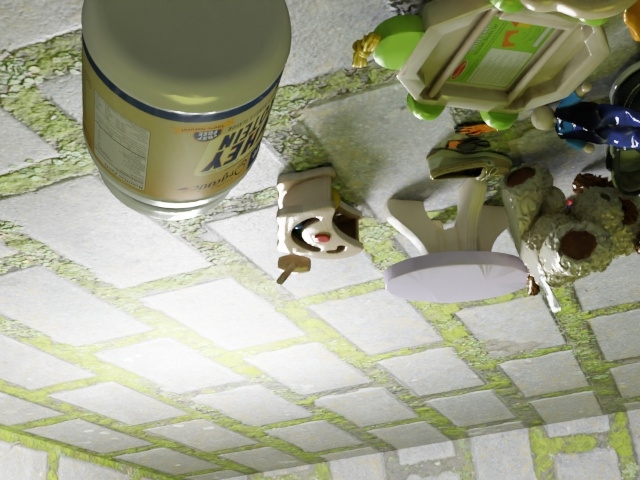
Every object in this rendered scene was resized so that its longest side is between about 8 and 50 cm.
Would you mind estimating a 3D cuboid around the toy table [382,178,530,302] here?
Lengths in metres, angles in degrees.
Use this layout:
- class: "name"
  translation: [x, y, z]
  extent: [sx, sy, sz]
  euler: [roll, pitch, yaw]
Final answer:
- class: "toy table"
  translation: [0.240, 0.006, 1.690]
  extent: [0.274, 0.161, 0.252]
  euler: [8, 152, -28]

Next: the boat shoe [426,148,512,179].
- class: "boat shoe"
  translation: [0.249, -0.118, 1.556]
  extent: [0.153, 0.048, 0.056]
  euler: [5, 153, -21]

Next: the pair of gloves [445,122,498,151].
- class: "pair of gloves"
  translation: [0.244, -0.165, 1.500]
  extent: [0.074, 0.010, 0.083]
  euler: [-2, 156, -8]

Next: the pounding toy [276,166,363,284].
- class: "pounding toy"
  translation: [0.000, 0.000, 1.631]
  extent: [0.154, 0.155, 0.269]
  euler: [0, 155, -1]

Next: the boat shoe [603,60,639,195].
- class: "boat shoe"
  translation: [0.502, -0.170, 1.444]
  extent: [0.114, 0.091, 0.302]
  euler: [-10, 155, 10]

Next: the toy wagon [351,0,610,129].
- class: "toy wagon"
  translation: [0.206, -0.253, 1.236]
  extent: [0.344, 0.068, 0.267]
  euler: [4, 153, -18]

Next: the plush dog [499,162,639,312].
- class: "plush dog"
  translation: [0.450, -0.013, 1.578]
  extent: [0.225, 0.262, 0.210]
  euler: [-20, 132, -9]

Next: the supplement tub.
- class: "supplement tub"
  translation: [-0.170, -0.179, 1.126]
  extent: [0.228, 0.228, 0.316]
  euler: [1, 155, -13]

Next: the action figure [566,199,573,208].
- class: "action figure"
  translation: [0.489, -0.069, 1.738]
  extent: [0.115, 0.030, 0.038]
  euler: [-14, 159, 22]

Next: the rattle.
- class: "rattle"
  translation: [0.289, -0.291, 1.114]
  extent: [0.199, 0.130, 0.143]
  euler: [-13, 169, 13]

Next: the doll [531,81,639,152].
- class: "doll"
  translation: [0.403, -0.178, 1.392]
  extent: [0.189, 0.046, 0.129]
  euler: [13, 139, 36]
